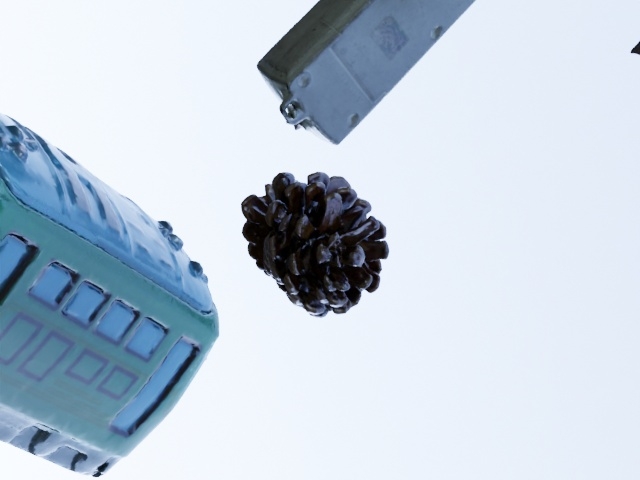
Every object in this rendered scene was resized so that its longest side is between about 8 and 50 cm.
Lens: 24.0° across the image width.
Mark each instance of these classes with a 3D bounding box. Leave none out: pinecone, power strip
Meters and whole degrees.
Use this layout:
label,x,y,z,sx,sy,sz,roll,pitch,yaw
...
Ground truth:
label,x,y,z,sx,sy,sz,roll,pitch,yaw
pinecone,-0.003,0.002,1.776,0.150,0.179,0.195,-37,-153,-2
power strip,0.064,-0.180,1.068,0.272,0.078,0.052,-47,-140,-7

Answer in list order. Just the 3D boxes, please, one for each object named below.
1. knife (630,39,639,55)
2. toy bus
label,x,y,z,sx,sy,sz,roll,pitch,yaw
knife,0.385,-0.178,1.309,0.028,0.230,0.060,77,9,-79
toy bus,-0.232,0.028,1.115,0.199,0.343,0.183,-44,-126,6
